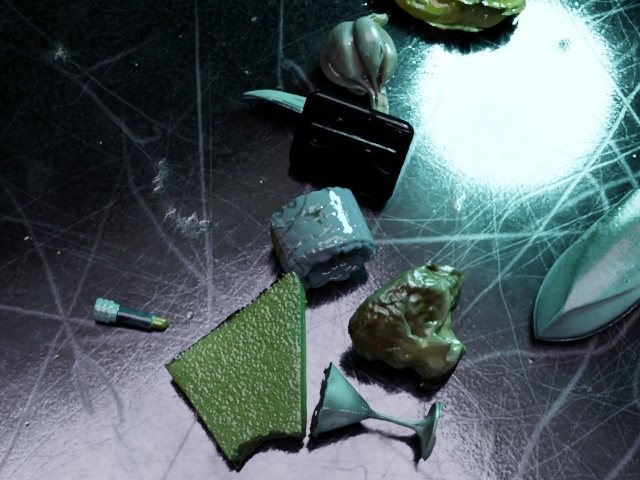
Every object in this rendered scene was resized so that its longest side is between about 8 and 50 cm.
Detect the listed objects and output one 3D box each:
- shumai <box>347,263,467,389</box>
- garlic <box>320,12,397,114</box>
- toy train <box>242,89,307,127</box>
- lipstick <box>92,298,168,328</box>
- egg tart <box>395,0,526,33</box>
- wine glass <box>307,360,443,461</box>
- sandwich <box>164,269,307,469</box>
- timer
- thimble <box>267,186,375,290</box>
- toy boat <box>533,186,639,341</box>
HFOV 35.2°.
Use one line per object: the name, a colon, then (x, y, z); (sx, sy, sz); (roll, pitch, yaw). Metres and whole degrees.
shumai: (0.155, 0.138, 1.535); (0.209, 0.161, 0.153); (-18, 65, -30)
garlic: (0.071, -0.293, 1.744); (0.131, 0.127, 0.194); (-13, 82, 37)
toy train: (-0.011, -0.216, 1.730); (0.252, 0.055, 0.048); (22, 62, 5)
lipstick: (-0.296, 0.121, 1.582); (0.116, 0.037, 0.037); (14, 67, -2)
egg tart: (0.257, -0.509, 1.840); (0.297, 0.132, 0.297); (4, 64, -8)
wine glass: (0.083, 0.258, 1.505); (0.183, 0.122, 0.122); (14, 67, -2)
sandwich: (-0.076, 0.202, 1.519); (0.245, 0.063, 0.212); (-37, 75, 1)
timer: (0.047, -0.153, 1.669); (0.187, 0.055, 0.144); (21, 111, 6)
thimble: (0.002, -0.002, 1.599); (0.151, 0.127, 0.118); (-24, 67, -1)
toy boat: (0.461, 0.051, 1.629); (0.319, 0.092, 0.141); (-41, 75, -11)
